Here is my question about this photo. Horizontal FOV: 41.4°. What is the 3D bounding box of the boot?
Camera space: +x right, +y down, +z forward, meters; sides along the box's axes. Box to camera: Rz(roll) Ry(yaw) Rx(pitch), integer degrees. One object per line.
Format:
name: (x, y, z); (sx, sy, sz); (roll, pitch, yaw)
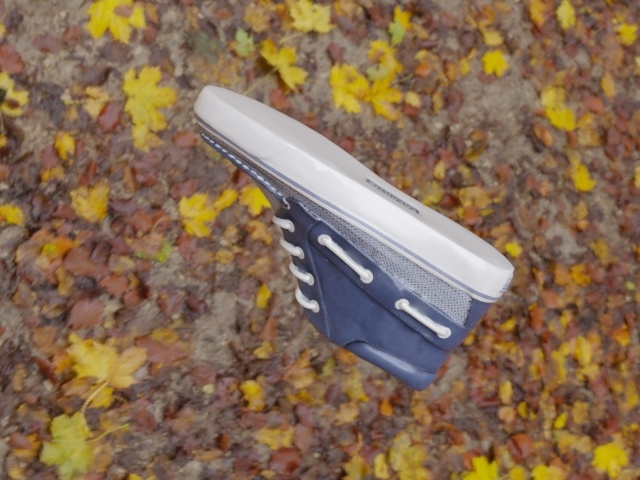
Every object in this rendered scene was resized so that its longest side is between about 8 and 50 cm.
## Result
boot: (0.000, 0.000, 0.448); (0.190, 0.086, 0.069); (34, 17, 6)
